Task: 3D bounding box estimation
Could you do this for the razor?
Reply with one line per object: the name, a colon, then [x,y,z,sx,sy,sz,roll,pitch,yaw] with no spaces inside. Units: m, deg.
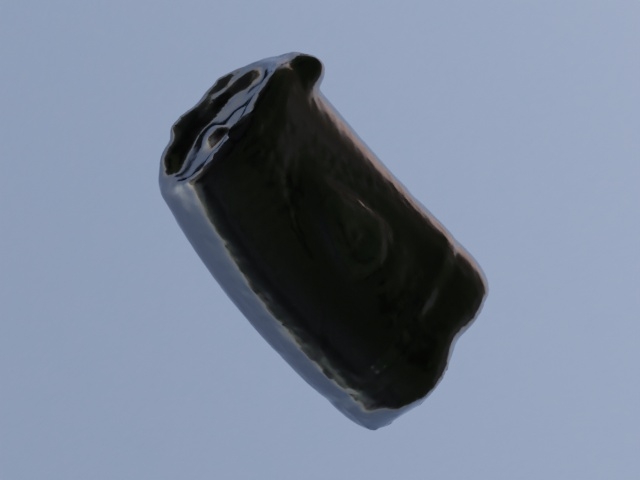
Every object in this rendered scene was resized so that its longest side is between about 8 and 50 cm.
razor: [0.000,0.000,0.690,0.148,0.054,0.090,49,-125,-24]
